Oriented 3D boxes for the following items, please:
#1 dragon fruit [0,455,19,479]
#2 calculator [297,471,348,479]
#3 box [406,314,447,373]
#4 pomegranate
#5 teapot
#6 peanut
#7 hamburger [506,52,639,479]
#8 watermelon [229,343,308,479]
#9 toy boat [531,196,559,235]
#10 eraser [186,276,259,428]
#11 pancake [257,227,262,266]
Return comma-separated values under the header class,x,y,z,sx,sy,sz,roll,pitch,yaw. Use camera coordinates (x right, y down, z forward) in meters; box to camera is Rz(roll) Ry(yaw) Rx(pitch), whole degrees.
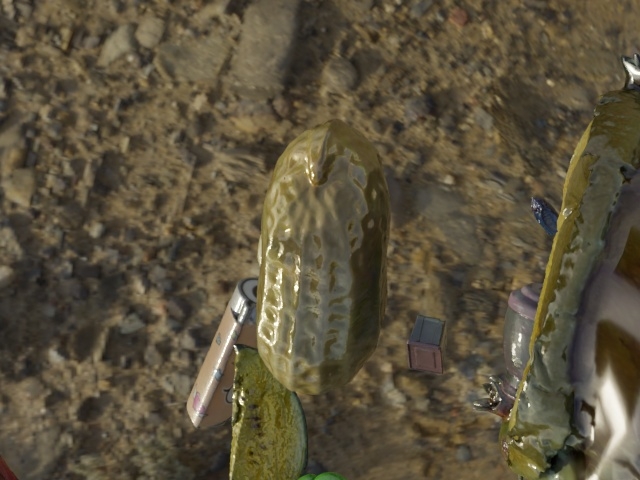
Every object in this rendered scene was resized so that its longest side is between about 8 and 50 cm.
class,x,y,z,sx,sy,sz,roll,pitch,yaw
dragon fruit,-0.281,0.139,0.601,0.134,0.262,0.211,-30,59,4
calculator,-0.032,0.322,0.961,0.146,0.032,0.235,-2,60,37
box,0.177,0.169,1.717,0.060,0.084,0.063,10,56,17
pomegranate,0.289,0.258,1.443,0.129,0.159,0.129,-49,32,47
teapot,0.264,0.127,1.275,0.148,0.116,0.146,-141,62,-62
peanut,0.005,0.013,0.679,0.083,0.093,0.194,29,123,38
hamburger,0.201,0.043,0.655,0.132,0.211,0.308,15,98,7
watermelon,-0.096,0.306,1.579,0.123,0.129,0.301,-1,85,42
toy boat,0.367,-0.042,1.714,0.038,0.083,0.038,-29,32,20
eraser,-0.131,0.189,1.843,0.087,0.171,0.290,39,124,23
pancake,0.000,0.000,0.970,0.028,0.158,0.158,18,92,36
